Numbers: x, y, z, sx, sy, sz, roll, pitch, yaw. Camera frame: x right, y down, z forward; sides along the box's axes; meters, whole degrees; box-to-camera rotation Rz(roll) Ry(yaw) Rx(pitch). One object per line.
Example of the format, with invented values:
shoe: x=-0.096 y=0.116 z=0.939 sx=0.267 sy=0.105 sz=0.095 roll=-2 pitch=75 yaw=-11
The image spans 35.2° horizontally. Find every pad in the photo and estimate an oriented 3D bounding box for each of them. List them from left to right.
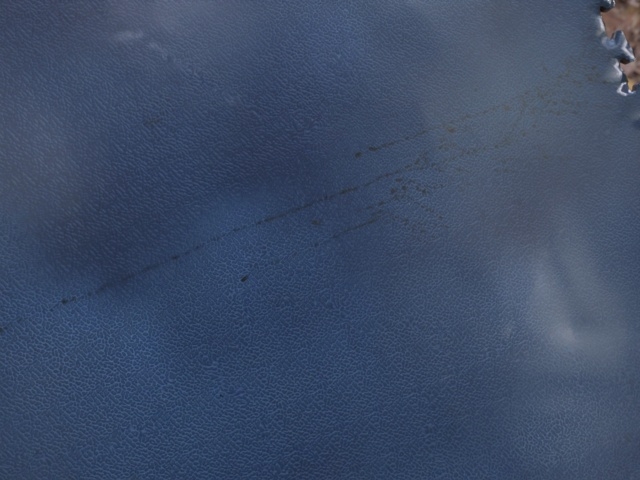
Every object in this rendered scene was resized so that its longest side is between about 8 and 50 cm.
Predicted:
pad: x=0.000 y=0.000 z=0.332 sx=0.269 sy=0.012 sz=0.269 roll=-20 pitch=89 yaw=-13
